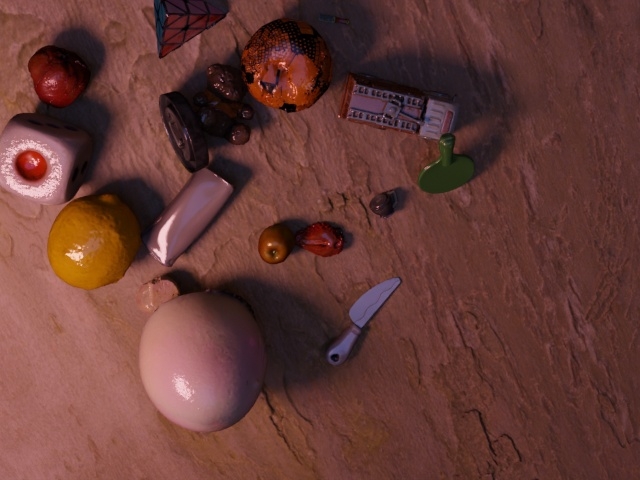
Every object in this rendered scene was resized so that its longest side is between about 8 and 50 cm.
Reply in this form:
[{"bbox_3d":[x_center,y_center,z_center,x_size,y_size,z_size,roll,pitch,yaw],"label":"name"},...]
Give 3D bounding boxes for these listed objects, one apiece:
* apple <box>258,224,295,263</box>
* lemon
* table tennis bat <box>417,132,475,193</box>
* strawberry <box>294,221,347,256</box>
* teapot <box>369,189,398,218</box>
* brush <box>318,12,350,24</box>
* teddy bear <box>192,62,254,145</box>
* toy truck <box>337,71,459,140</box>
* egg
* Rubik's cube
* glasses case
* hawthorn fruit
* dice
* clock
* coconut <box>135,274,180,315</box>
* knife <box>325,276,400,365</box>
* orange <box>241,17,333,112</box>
[{"bbox_3d":[-0.128,0.012,1.864,0.099,0.102,0.114,36,110,-11],"label":"apple"},{"bbox_3d":[-0.608,0.002,1.779,0.234,0.233,0.288,27,101,-10],"label":"lemon"},{"bbox_3d":[0.337,-0.201,1.771,0.161,0.039,0.257,-15,152,2],"label":"table tennis bat"},{"bbox_3d":[0.000,0.001,1.895,0.152,0.048,0.103,-4,104,-4],"label":"strawberry"},{"bbox_3d":[0.184,-0.101,1.866,0.088,0.066,0.057,-45,126,-11],"label":"teapot"},{"bbox_3d":[0.037,-0.575,1.723,0.083,0.021,0.018,9,105,-6],"label":"brush"},{"bbox_3d":[-0.256,-0.363,1.734,0.177,0.140,0.190,14,100,-38],"label":"teddy bear"},{"bbox_3d":[0.209,-0.343,1.730,0.306,0.162,0.136,11,107,-6],"label":"toy truck"},{"bbox_3d":[-0.309,0.364,1.799,0.355,0.339,0.354,-9,130,-11],"label":"egg"},{"bbox_3d":[-0.359,-0.610,1.689,0.191,0.211,0.178,-25,87,-27],"label":"Rubik's cube"},{"bbox_3d":[-0.369,-0.074,1.840,0.128,0.083,0.308,41,102,-8],"label":"glasses case"},{"bbox_3d":[-0.675,-0.409,1.694,0.148,0.148,0.172,27,124,-10],"label":"hawthorn fruit"},{"bbox_3d":[-0.719,-0.212,1.724,0.193,0.192,0.194,20,105,-7],"label":"dice"},{"bbox_3d":[-0.352,-0.280,1.708,0.042,0.215,0.214,-26,109,-21],"label":"clock"},{"bbox_3d":[-0.463,0.161,1.896,0.116,0.122,0.116,6,75,-25],"label":"coconut"},{"bbox_3d":[0.118,0.231,1.982,0.080,0.044,0.331,33,98,-4],"label":"knife"},{"bbox_3d":[-0.083,-0.443,1.679,0.235,0.182,0.234,3,109,9],"label":"orange"}]
